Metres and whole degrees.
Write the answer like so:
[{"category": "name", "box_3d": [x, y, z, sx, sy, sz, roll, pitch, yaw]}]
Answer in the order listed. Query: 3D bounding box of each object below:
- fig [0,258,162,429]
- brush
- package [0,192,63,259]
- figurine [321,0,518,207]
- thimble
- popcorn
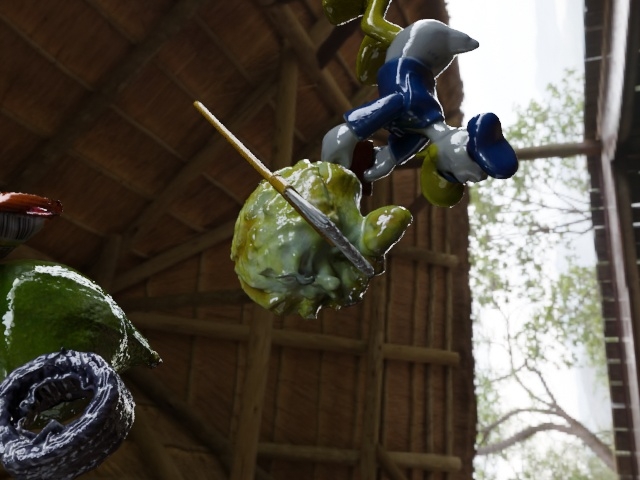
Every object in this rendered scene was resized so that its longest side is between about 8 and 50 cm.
[{"category": "fig", "box_3d": [-0.308, 0.120, 0.766, 0.235, 0.203, 0.203, 1, -96, -47]}, {"category": "brush", "box_3d": [-0.052, -0.065, 0.574, 0.272, 0.013, 0.103, 45, 179, 38]}, {"category": "package", "box_3d": [-0.459, -0.008, 0.657, 0.223, 0.288, 0.108, 43, -160, -53]}, {"category": "figurine", "box_3d": [0.108, -0.162, 0.813, 0.283, 0.338, 0.204, -50, -38, 5]}, {"category": "thimble", "box_3d": [-0.210, 0.142, 0.504, 0.104, 0.095, 0.066, -38, -33, -26]}, {"category": "popcorn", "box_3d": [0.000, 0.000, 0.733, 0.198, 0.212, 0.198, 6, -90, -75]}]
